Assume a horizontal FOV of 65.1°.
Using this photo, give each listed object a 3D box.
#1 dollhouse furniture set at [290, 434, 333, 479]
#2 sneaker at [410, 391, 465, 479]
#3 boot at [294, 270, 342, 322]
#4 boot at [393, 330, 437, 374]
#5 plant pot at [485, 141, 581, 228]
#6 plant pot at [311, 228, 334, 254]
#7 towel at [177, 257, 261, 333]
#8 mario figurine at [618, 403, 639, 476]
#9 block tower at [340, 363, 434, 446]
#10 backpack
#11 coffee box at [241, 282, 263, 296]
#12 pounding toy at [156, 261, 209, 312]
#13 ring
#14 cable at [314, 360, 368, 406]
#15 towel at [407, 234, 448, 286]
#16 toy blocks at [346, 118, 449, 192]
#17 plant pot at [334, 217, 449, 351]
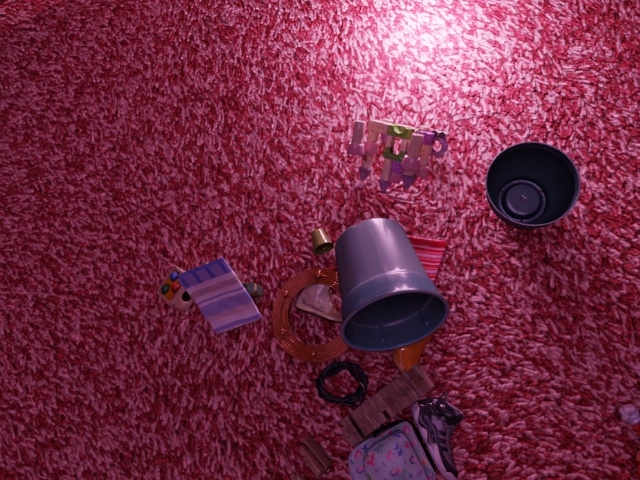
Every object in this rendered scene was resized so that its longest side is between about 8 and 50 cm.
[{"bbox_3d":[-0.071,0.769,1.685,0.123,0.144,0.151,45,102,22],"label":"dollhouse furniture set"},{"bbox_3d":[0.413,0.630,1.630,0.153,0.101,0.268,-27,70,6],"label":"sneaker"},{"bbox_3d":[0.029,0.204,1.829,0.213,0.077,0.165,18,78,15],"label":"boot"},{"bbox_3d":[0.336,0.350,1.717,0.211,0.104,0.295,-33,68,2],"label":"boot"},{"bbox_3d":[0.707,-0.163,1.724,0.293,0.196,0.293,-3,75,10],"label":"plant pot"},{"bbox_3d":[0.000,0.000,1.890,0.083,0.083,0.079,-25,60,4],"label":"plant pot"},{"bbox_3d":[-0.364,0.208,1.820,0.209,0.034,0.285,-20,115,17],"label":"towel"},{"bbox_3d":[1.013,0.580,1.483,0.170,0.198,0.320,17,74,-7],"label":"mario figurine"},{"bbox_3d":[0.208,0.538,1.635,0.335,0.097,0.091,-44,70,21],"label":"block tower"},{"bbox_3d":[0.220,0.724,1.610,0.253,0.191,0.225,-29,73,8],"label":"backpack"},{"bbox_3d":[-0.319,0.188,1.881,0.184,0.113,0.040,-2,75,9],"label":"coffee box"},{"bbox_3d":[-0.501,0.158,1.896,0.181,0.094,0.206,28,82,44],"label":"pounding toy"},{"bbox_3d":[-0.016,0.258,1.767,0.336,0.032,0.336,-5,71,14],"label":"ring"},{"bbox_3d":[0.070,0.496,1.756,0.184,0.047,0.150,8,73,17],"label":"cable"},{"bbox_3d":[0.324,0.111,1.777,0.199,0.031,0.275,11,69,28],"label":"towel"},{"bbox_3d":[0.280,-0.294,1.858,0.288,0.309,0.260,20,113,27],"label":"toy blocks"},{"bbox_3d":[0.200,0.129,1.629,0.341,0.341,0.334,-17,51,6],"label":"plant pot"}]
